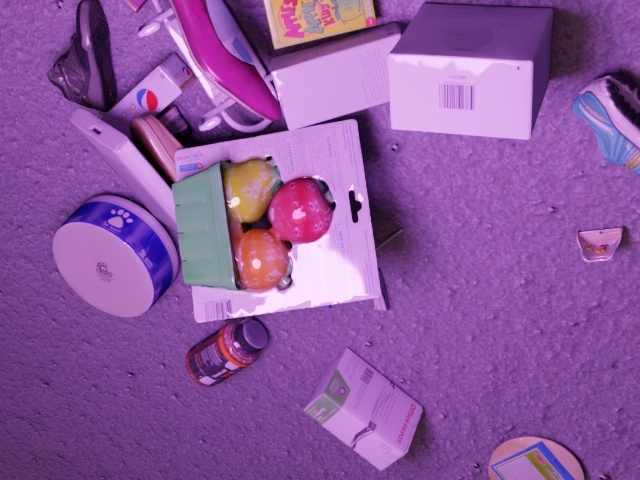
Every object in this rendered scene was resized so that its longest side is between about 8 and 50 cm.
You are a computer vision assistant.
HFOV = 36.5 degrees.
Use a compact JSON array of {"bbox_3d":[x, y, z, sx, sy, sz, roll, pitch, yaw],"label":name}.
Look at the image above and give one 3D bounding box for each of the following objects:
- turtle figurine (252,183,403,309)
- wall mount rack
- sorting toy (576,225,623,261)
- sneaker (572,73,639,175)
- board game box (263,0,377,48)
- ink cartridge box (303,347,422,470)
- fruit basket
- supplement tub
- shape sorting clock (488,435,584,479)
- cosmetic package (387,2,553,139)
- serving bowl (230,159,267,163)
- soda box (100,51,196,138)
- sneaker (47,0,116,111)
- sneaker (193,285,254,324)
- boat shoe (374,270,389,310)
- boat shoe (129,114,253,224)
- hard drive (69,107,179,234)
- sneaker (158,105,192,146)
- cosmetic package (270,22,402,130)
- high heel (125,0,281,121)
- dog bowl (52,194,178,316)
[{"bbox_3d":[0.000,0.000,1.920,0.266,0.197,0.275,9,83,45],"label":"turtle figurine"},{"bbox_3d":[-0.143,-0.365,1.741,0.304,0.130,0.350,-32,110,1],"label":"wall mount rack"},{"bbox_3d":[0.503,0.014,1.746,0.083,0.075,0.045,-6,119,27],"label":"sorting toy"},{"bbox_3d":[0.532,-0.158,1.624,0.275,0.107,0.110,49,146,-7],"label":"sneaker"},{"bbox_3d":[-0.002,-0.396,1.655,0.181,0.043,0.092,-14,120,-2],"label":"board game box"},{"bbox_3d":[0.096,0.365,2.097,0.219,0.160,0.092,39,129,-5],"label":"ink cartridge box"},{"bbox_3d":[-0.081,-0.033,1.772,0.352,0.165,0.327,-9,87,6],"label":"fruit basket"},{"bbox_3d":[-0.208,0.249,2.182,0.198,0.106,0.106,-34,105,36],"label":"supplement tub"},{"bbox_3d":[0.469,0.510,2.112,0.206,0.040,0.206,11,122,19],"label":"shape sorting clock"},{"bbox_3d":[0.246,-0.278,1.564,0.224,0.225,0.138,7,127,19],"label":"cosmetic package"},{"bbox_3d":[-0.136,-0.147,1.936,0.083,0.027,0.083,11,126,16],"label":"serving bowl"},{"bbox_3d":[-0.342,-0.274,1.909,0.216,0.074,0.069,-33,105,36],"label":"soda box"},{"bbox_3d":[-0.477,-0.364,1.897,0.130,0.087,0.228,11,129,11],"label":"sneaker"},{"bbox_3d":[-0.163,0.105,2.028,0.147,0.105,0.295,47,158,-20],"label":"sneaker"},{"bbox_3d":[0.114,0.104,1.996,0.035,0.035,0.100,-2,127,21],"label":"boat shoe"},{"bbox_3d":[-0.245,-0.131,1.916,0.121,0.110,0.341,25,157,53],"label":"boat shoe"},{"bbox_3d":[-0.349,-0.119,1.906,0.203,0.040,0.307,32,164,43],"label":"hard drive"},{"bbox_3d":[-0.317,-0.190,1.961,0.075,0.063,0.170,43,123,-1],"label":"sneaker"},{"bbox_3d":[0.037,-0.285,1.682,0.231,0.085,0.117,-14,117,3],"label":"cosmetic package"},{"bbox_3d":[-0.165,-0.371,1.616,0.377,0.127,0.181,42,93,-22],"label":"high heel"},{"bbox_3d":[-0.448,0.037,2.123,0.264,0.104,0.265,16,132,18],"label":"dog bowl"}]
